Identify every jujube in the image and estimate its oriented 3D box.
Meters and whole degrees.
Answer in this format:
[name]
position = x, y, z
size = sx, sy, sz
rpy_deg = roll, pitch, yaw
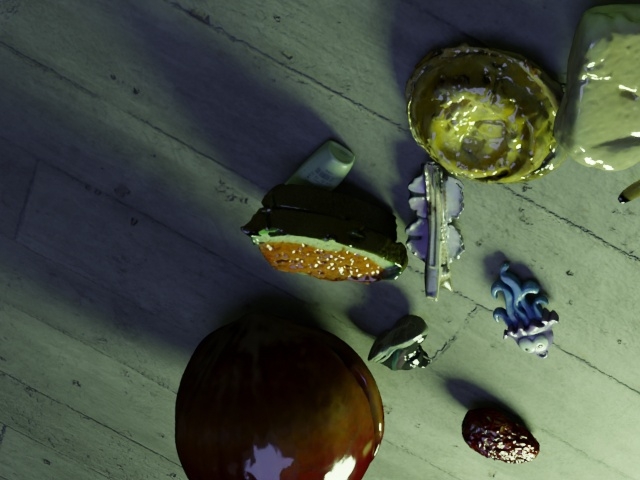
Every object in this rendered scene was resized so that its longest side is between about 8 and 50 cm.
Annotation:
[jujube]
position = 0.361, 0.393, 2.246
size = 0.165, 0.104, 0.104
rpy_deg = 20, 137, -2

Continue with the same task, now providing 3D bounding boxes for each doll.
[doll]
position = 0.362, 0.129, 2.018
size = 0.110, 0.067, 0.206
rpy_deg = -20, 111, 26

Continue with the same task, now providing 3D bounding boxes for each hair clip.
[hair clip]
position = 0.195, -0.022, 1.942
size = 0.106, 0.084, 0.292
rpy_deg = 11, 130, 21

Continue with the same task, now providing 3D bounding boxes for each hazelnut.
[hazelnut]
position = -0.097, 0.359, 2.219
size = 0.429, 0.402, 0.402
rpy_deg = 3, 133, 37

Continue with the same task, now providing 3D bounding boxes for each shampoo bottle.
[shampoo bottle]
position = -0.022, -0.096, 1.983
size = 0.072, 0.049, 0.212
rpy_deg = 29, 137, -21

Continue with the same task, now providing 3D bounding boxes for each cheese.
[cheese]
position = 0.425, -0.217, 1.617
size = 0.159, 0.093, 0.263
rpy_deg = -3, 131, -5

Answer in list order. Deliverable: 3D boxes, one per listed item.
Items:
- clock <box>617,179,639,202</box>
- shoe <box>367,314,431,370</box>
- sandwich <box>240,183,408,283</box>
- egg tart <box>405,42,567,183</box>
[clock]
position = 0.563, -0.104, 1.697
size = 0.170, 0.069, 0.232
rpy_deg = 34, 136, -10
[shoe]
position = 0.171, 0.211, 2.179
size = 0.099, 0.071, 0.169
rpy_deg = 36, 140, -15
[sandwich]
position = 0.012, -0.003, 1.986
size = 0.292, 0.109, 0.212
rpy_deg = 6, 154, 1
[egg tart]
position = 0.255, -0.180, 1.748
size = 0.278, 0.095, 0.279
rpy_deg = 12, 137, 12
